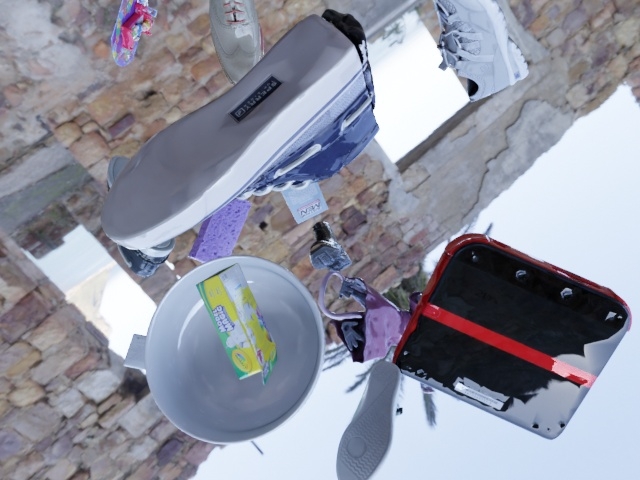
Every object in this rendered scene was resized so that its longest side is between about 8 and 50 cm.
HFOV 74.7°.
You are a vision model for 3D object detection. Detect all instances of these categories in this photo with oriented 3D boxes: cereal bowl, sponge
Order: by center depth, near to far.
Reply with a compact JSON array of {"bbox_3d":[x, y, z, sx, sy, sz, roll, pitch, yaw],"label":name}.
[{"bbox_3d":[-0.153,0.204,0.821,0.339,0.339,0.141,-39,165,-4],"label":"cereal bowl"},{"bbox_3d":[-0.271,-0.032,1.150,0.031,0.117,0.210,13,-103,36],"label":"sponge"}]

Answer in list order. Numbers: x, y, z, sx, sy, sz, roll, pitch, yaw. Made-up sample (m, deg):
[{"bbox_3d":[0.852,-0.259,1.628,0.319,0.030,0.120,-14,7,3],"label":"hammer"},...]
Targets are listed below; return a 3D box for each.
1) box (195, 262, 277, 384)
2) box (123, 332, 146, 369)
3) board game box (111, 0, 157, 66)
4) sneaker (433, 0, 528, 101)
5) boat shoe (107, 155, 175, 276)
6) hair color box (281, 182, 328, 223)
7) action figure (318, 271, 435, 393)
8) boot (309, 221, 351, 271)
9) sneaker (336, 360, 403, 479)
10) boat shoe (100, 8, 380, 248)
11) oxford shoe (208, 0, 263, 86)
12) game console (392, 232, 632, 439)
[{"bbox_3d":[-0.122,0.131,0.655,0.043,0.179,0.105,-25,-176,8],"label":"box"},{"bbox_3d":[-0.470,0.312,1.156,0.101,0.101,0.087,123,-20,-68],"label":"box"},{"bbox_3d":[-0.371,-0.434,0.853,0.133,0.033,0.169,-128,-123,-78],"label":"board game box"},{"bbox_3d":[0.233,-0.325,0.677,0.115,0.281,0.105,-36,-139,26],"label":"sneaker"},{"bbox_3d":[-0.396,-0.059,0.884,0.091,0.114,0.303,-50,-130,26],"label":"boat shoe"},{"bbox_3d":[-0.108,-0.249,1.231,0.113,0.375,0.185,-26,-135,-2],"label":"hair color box"},{"bbox_3d":[0.194,0.246,1.152,0.275,0.369,0.248,14,-93,54],"label":"action figure"},{"bbox_3d":[0.000,0.000,1.061,0.076,0.137,0.198,-29,159,9],"label":"boot"},{"bbox_3d":[0.108,0.394,0.855,0.094,0.151,0.256,14,-133,21],"label":"sneaker"},{"bbox_3d":[-0.069,-0.089,0.488,0.340,0.127,0.158,-38,148,2],"label":"boat shoe"},{"bbox_3d":[-0.204,-0.527,0.945,0.122,0.349,0.130,-9,-167,-1],"label":"oxford shoe"},{"bbox_3d":[0.387,0.197,0.868,0.060,0.386,0.342,-53,166,-74],"label":"game console"}]
